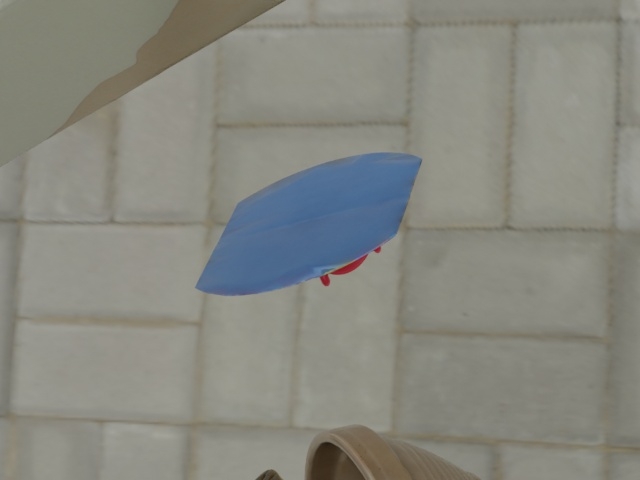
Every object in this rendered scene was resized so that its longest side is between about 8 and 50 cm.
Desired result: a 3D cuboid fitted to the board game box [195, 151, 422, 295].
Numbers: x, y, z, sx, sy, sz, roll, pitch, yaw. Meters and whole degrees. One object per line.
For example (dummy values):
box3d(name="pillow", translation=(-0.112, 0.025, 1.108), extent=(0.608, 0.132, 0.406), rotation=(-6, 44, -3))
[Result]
box3d(name="board game box", translation=(0.000, 0.000, 1.096), extent=(0.133, 0.169, 0.033), rotation=(-14, 115, 20))

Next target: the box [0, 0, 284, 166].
box3d(name="box", translation=(-0.134, -0.153, 0.865), extent=(0.311, 0.121, 0.148), rotation=(-24, 67, 34))

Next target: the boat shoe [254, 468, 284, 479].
box3d(name="boat shoe", translation=(-0.013, 0.198, 1.129), extent=(0.049, 0.152, 0.056), rotation=(36, 101, -23))

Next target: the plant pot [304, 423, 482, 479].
box3d(name="plant pot", translation=(0.079, 0.245, 1.324), extent=(0.109, 0.237, 0.237), rotation=(-15, 78, -18))
